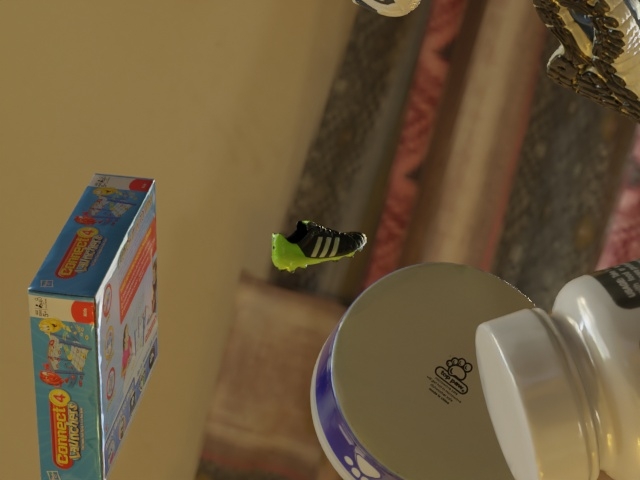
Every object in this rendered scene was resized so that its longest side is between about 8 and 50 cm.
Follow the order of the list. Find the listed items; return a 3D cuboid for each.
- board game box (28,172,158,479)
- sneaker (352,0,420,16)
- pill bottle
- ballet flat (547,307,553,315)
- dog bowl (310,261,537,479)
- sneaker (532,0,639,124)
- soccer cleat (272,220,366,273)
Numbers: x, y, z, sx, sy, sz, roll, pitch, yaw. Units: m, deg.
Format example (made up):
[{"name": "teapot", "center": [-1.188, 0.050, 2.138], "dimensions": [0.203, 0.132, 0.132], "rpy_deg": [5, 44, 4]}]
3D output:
[{"name": "board game box", "center": [-0.291, 0.115, 2.164], "dimensions": [0.086, 0.302, 0.308], "rpy_deg": [6, -149, 7]}, {"name": "sneaker", "center": [-0.004, -0.260, 1.430], "dimensions": [0.153, 0.094, 0.235], "rpy_deg": [8, -162, -22]}, {"name": "pill bottle", "center": [0.268, 0.086, 1.209], "dimensions": [0.283, 0.161, 0.161], "rpy_deg": [-16, -152, -6]}, {"name": "ballet flat", "center": [0.260, 0.149, 2.011], "dimensions": [0.073, 0.080, 0.232], "rpy_deg": [10, -144, 45]}, {"name": "dog bowl", "center": [0.128, 0.161, 1.763], "dimensions": [0.265, 0.104, 0.264], "rpy_deg": [5, -114, -10]}, {"name": "sneaker", "center": [0.306, -0.225, 1.636], "dimensions": [0.130, 0.147, 0.330], "rpy_deg": [29, 170, 20]}, {"name": "soccer cleat", "center": [0.000, 0.000, 2.570], "dimensions": [0.179, 0.072, 0.060], "rpy_deg": [-15, -167, -37]}]
